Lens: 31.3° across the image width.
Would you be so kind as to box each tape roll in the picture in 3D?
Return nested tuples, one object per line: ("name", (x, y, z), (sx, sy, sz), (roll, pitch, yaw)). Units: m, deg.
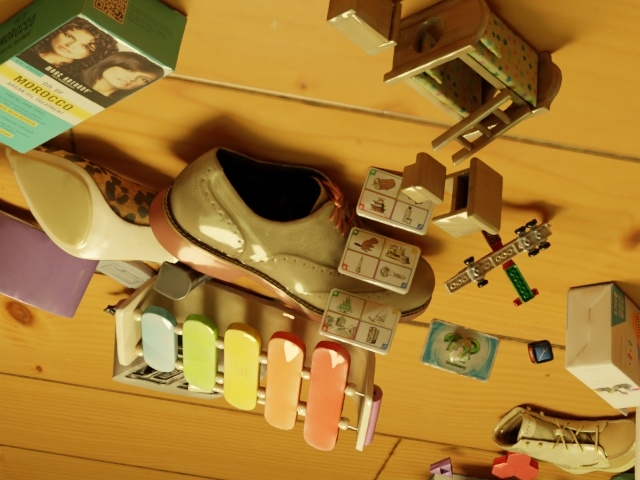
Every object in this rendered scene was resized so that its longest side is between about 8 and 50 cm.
("tape roll", (-0.350, 0.014, 1.293), (0.189, 0.080, 0.189), (23, 176, 2))

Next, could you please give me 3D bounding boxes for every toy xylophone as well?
("toy xylophone", (-0.075, 0.150, 1.315), (0.323, 0.081, 0.236), (13, 140, 15))

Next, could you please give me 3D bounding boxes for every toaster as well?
("toaster", (-0.177, 0.132, 1.510), (0.168, 0.110, 0.186), (18, 152, -31))

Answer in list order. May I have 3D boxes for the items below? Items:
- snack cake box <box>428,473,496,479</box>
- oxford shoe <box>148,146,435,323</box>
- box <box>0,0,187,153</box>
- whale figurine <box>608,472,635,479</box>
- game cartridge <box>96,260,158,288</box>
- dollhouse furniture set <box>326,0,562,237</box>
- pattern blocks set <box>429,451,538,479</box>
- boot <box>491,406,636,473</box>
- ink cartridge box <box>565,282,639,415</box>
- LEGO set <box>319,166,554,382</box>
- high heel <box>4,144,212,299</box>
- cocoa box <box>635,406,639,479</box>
("snack cake box", (0.327, 0.516, 2.168), (0.264, 0.089, 0.152), (10, 151, -4))
("oxford shoe", (0.000, 0.000, 1.213), (0.348, 0.123, 0.130), (17, 137, -31))
("box", (-0.237, -0.157, 1.027), (0.100, 0.060, 0.244), (29, 147, -36))
("whale figurine", (0.627, 0.453, 1.946), (0.272, 0.141, 0.216), (27, 170, 15))
("game cartridge", (-0.250, 0.037, 1.465), (0.056, 0.017, 0.083), (-8, 149, 36))
("dollhouse furniture set", (0.098, -0.114, 0.908), (0.101, 0.161, 0.182), (-18, 144, 41))
("pattern blocks set", (0.289, 0.489, 2.040), (0.285, 0.026, 0.325), (-14, 129, 17))
("boot", (0.379, 0.298, 1.738), (0.165, 0.077, 0.213), (21, 153, -20))
("ink cartridge box", (0.364, 0.137, 1.390), (0.061, 0.104, 0.181), (-12, 148, 35))
("LEGO set", (0.139, 0.045, 1.200), (0.244, 0.182, 0.060), (17, 179, -3))
("high heel", (-0.211, -0.037, 1.267), (0.261, 0.186, 0.093), (36, 112, 6))
("cocoa box", (0.627, 0.311, 1.518), (0.347, 0.231, 0.228), (15, 152, -13))
